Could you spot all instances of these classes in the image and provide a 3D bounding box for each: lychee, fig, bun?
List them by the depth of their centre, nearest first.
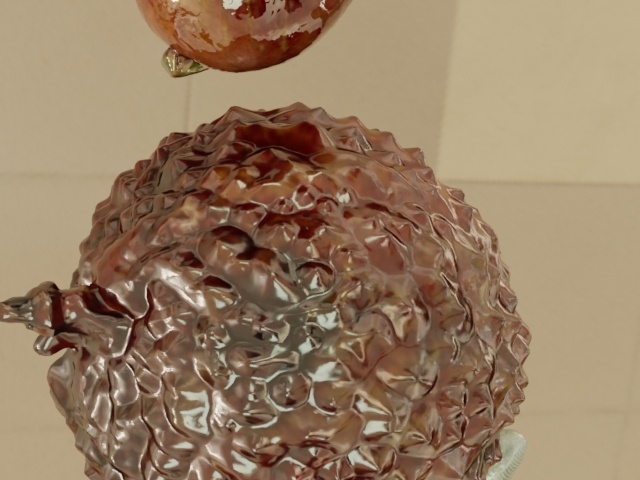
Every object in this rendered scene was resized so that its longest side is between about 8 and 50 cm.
[{"bbox_3d":[-0.062,-0.212,1.113,0.205,0.205,0.205,-5,109,-14],"label":"fig"},{"bbox_3d":[-0.048,0.086,1.273,0.499,0.424,0.425,17,103,-32],"label":"lychee"},{"bbox_3d":[0.182,0.233,1.512,0.045,0.083,0.083,35,98,20],"label":"bun"}]
